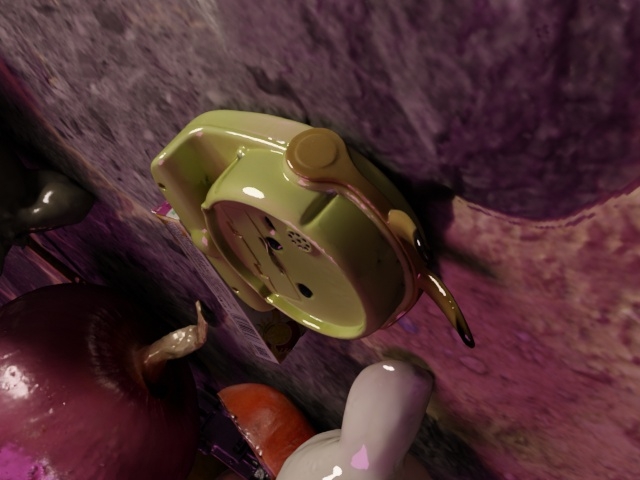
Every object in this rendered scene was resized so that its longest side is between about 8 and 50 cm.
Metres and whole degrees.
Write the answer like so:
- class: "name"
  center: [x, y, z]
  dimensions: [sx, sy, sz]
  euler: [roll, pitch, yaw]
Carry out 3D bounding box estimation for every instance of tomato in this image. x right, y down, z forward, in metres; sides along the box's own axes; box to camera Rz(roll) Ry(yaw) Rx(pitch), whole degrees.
- class: "tomato"
  center: [-0.045, 0.268, 0.952]
  dimensions: [0.225, 0.085, 0.225]
  euler: [49, 167, 16]

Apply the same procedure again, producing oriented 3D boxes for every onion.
- class: "onion"
  center: [-0.294, 0.224, 1.014]
  dimensions: [0.345, 0.358, 0.358]
  euler: [-7, 145, 0]

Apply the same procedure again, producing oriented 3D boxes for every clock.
- class: "clock"
  center: [0.000, 0.000, 0.492]
  dimensions: [0.232, 0.069, 0.170]
  euler: [15, 145, 43]

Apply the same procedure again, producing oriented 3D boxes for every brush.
- class: "brush"
  center: [-0.450, 0.015, 1.170]
  dimensions: [0.218, 0.010, 0.082]
  euler: [45, -166, -23]

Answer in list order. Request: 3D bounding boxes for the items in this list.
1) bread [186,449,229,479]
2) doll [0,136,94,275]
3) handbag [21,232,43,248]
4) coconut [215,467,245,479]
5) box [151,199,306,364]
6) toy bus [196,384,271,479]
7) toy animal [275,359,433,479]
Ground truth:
- class: "bread"
  center: [-0.331, 0.463, 1.424]
  dimensions: [0.348, 0.308, 0.348]
  euler: [33, 153, 19]
- class: "doll"
  center: [-0.451, -0.101, 0.749]
  dimensions: [0.382, 0.252, 0.378]
  euler: [25, 147, 3]
- class: "handbag"
  center: [-0.490, -0.089, 1.037]
  dimensions: [0.229, 0.062, 0.179]
  euler: [45, 155, -8]
- class: "coconut"
  center: [-0.099, 0.505, 1.306]
  dimensions: [0.202, 0.202, 0.222]
  euler: [23, 146, 33]
- class: "box"
  center: [-0.077, 0.033, 0.678]
  dimensions: [0.041, 0.050, 0.207]
  euler: [11, 142, 41]
- class: "toy bus"
  center: [-0.121, 0.348, 1.211]
  dimensions: [0.268, 0.092, 0.106]
  euler: [30, 162, 20]
- class: "toy animal"
  center: [-0.003, 0.276, 0.675]
  dimensions: [0.241, 0.367, 0.196]
  euler: [16, -140, -55]
